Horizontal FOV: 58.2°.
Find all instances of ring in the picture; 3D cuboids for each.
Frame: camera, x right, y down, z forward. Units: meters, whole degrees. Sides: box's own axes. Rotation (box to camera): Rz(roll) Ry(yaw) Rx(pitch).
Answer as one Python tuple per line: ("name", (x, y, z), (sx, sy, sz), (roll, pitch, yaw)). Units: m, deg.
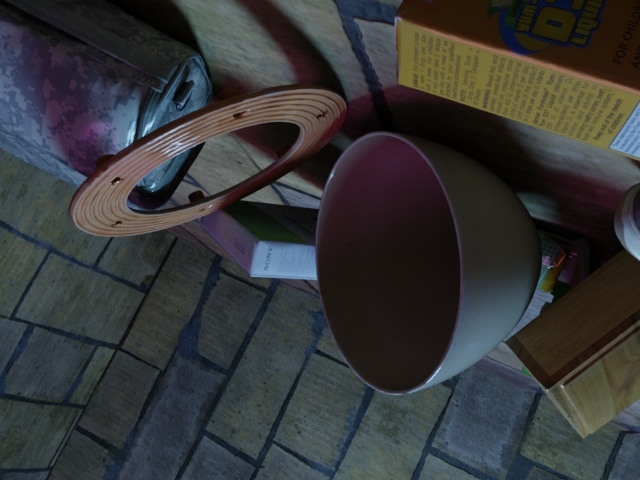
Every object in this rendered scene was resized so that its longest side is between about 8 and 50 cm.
("ring", (-0.125, -0.092, 0.674), (0.032, 0.336, 0.336), (63, 171, 7))

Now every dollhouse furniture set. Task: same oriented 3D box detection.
("dollhouse furniture set", (0.271, 0.084, 0.857), (0.197, 0.151, 0.301), (21, 168, 24))

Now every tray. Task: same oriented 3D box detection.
("tray", (0.383, 0.148, 0.749), (0.411, 0.202, 0.076), (41, -169, -52))

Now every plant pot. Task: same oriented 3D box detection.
("plant pot", (0.141, 0.021, 0.673), (0.190, 0.284, 0.284), (-2, -177, -28))

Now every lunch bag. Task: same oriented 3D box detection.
("lunch bag", (-0.296, -0.200, 0.712), (0.305, 0.213, 0.256), (28, 159, -3))

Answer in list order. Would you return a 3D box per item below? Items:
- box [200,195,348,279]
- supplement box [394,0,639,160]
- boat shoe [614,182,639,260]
("box", (0.000, 0.000, 0.894), (0.321, 0.059, 0.232), (7, -166, -30))
("supplement box", (0.166, -0.116, 0.366), (0.233, 0.078, 0.080), (22, 168, 17))
("boat shoe", (0.392, 0.029, 0.472), (0.285, 0.103, 0.092), (31, 174, 6))
